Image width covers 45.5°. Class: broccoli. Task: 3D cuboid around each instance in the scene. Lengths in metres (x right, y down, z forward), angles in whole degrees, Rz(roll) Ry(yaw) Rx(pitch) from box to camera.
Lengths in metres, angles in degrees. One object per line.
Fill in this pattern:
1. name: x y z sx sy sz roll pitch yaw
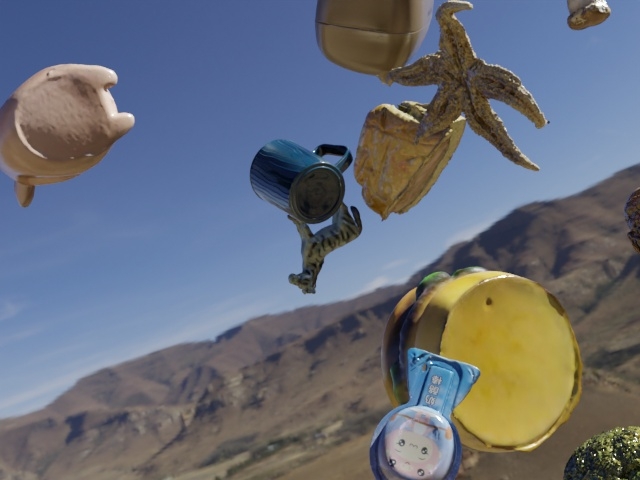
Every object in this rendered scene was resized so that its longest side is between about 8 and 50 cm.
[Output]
1. broccoli: 0.296 0.242 0.734 0.130 0.120 0.131 -66 -20 10

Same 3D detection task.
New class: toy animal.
1. toy animal: -0.014 -0.010 1.852 0.255 0.170 0.090 -49 15 -10
2. toy animal: -0.455 -0.192 1.288 0.212 0.195 0.256 -30 9 -25

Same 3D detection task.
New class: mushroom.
1. mushroom: 0.518 -0.533 1.571 0.071 0.209 0.084 -21 -5 -43

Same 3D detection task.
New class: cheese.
1. cheese: 0.153 0.284 1.146 0.135 0.245 0.052 17 -27 14

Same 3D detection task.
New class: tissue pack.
1. tissue pack: 0.136 -0.560 1.881 0.267 0.277 0.387 13 27 9

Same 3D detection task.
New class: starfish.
1. starfish: 0.229 -0.239 1.245 0.060 0.299 0.302 -39 19 -26

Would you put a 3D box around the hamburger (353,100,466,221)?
1. hamburger: 0.194 -0.228 1.826 0.162 0.209 0.330 -27 -22 -40

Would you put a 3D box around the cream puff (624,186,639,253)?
1. cream puff: 0.482 -0.022 1.056 0.104 0.119 0.133 -22 35 -19

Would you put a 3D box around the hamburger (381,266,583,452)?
1. hamburger: 0.310 0.249 1.604 0.395 0.396 0.277 -15 -1 -27

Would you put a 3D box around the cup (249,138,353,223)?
1. cup: -0.029 -0.112 1.273 0.113 0.150 0.138 27 4 -38
